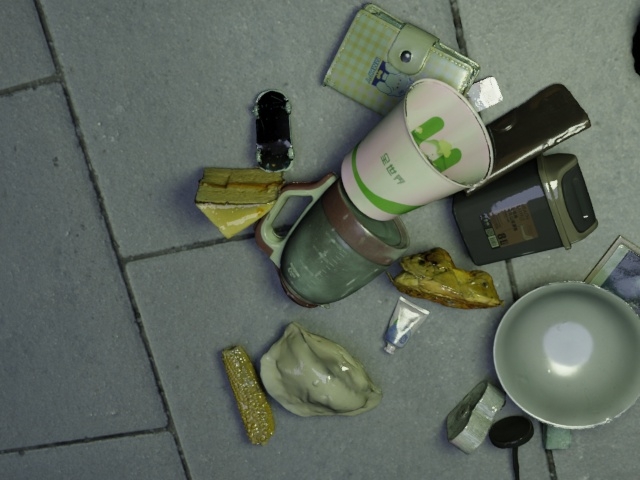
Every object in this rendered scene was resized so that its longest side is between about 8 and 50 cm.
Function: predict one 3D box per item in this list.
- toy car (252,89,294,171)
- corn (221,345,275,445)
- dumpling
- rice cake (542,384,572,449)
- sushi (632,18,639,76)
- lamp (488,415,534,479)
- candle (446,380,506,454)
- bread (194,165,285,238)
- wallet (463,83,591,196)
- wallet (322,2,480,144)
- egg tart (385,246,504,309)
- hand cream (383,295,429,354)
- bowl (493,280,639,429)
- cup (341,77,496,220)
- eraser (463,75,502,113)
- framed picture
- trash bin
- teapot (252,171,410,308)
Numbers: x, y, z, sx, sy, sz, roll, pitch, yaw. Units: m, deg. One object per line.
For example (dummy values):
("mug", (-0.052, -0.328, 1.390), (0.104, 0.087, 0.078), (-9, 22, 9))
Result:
("toy car", (-0.111, -0.264, 1.838), (0.095, 0.056, 0.205), (-6, 79, 10))
("corn", (-0.190, 0.415, 2.030), (0.086, 0.086, 0.288), (-16, 101, 15))
("dumpling", (-0.008, 0.367, 1.927), (0.318, 0.187, 0.243), (43, 105, -5))
("rice cake", (0.592, 0.427, 1.890), (0.069, 0.063, 0.207), (1, 105, 9))
("sushi", (0.794, -0.360, 1.591), (0.210, 0.171, 0.350), (-33, 97, 15))
("lamp", (0.478, 0.624, 1.963), (0.108, 0.130, 0.372), (9, 119, 20))
("candle", (0.380, 0.447, 1.901), (0.068, 0.192, 0.168), (38, 152, 1))
("bread", (-0.185, -0.132, 1.807), (0.178, 0.240, 0.135), (-34, 111, 14))
("wallet", (0.435, -0.229, 1.702), (0.309, 0.165, 0.042), (-31, 133, 16))
("wallet", (0.184, -0.380, 1.743), (0.309, 0.077, 0.223), (31, 116, 7))
("egg tart", (0.292, 0.086, 1.752), (0.296, 0.297, 0.132), (15, 88, 7))
("hand cream", (0.206, 0.223, 1.924), (0.084, 0.053, 0.142), (29, 98, 3))
("bowl", (0.585, 0.254, 1.786), (0.345, 0.157, 0.346), (1, 95, 15))
("cup", (0.197, -0.176, 1.652), (0.253, 0.253, 0.274), (51, 136, -5))
("eraser", (0.364, -0.333, 1.757), (0.105, 0.026, 0.065), (-20, 102, 15))
("framed picture", (0.766, 0.143, 1.804), (0.281, 0.019, 0.209), (32, 109, 3))
("trash bin", (0.462, -0.069, 1.727), (0.290, 0.182, 0.210), (-18, 111, 21))
("teapot", (0.000, 0.000, 1.818), (0.312, 0.233, 0.315), (-44, 84, 24))
